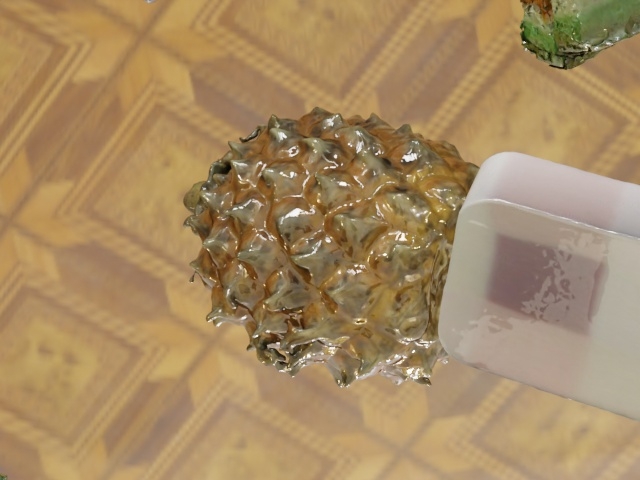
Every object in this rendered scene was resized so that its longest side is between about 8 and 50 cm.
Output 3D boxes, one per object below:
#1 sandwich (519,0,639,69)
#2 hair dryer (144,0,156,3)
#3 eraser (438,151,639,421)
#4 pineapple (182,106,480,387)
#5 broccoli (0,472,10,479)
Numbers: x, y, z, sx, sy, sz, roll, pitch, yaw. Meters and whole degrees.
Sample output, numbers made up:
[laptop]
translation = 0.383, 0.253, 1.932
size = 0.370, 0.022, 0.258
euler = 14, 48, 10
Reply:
[sandwich]
translation = 0.198, -0.219, 1.086
size = 0.235, 0.079, 0.159
euler = -38, 117, -9
[hair dryer]
translation = -0.102, -0.306, 1.191
size = 0.235, 0.091, 0.271
euler = -37, 102, 20
[eraser]
translation = 0.087, 0.018, 0.513
size = 0.105, 0.026, 0.065
euler = 18, 131, 10
[pineapple]
translation = 0.000, 0.000, 1.079
size = 0.193, 0.166, 0.166
euler = 18, 123, 29
[broccoli]
translation = -0.136, 0.175, 0.462
size = 0.270, 0.270, 0.270
euler = -26, 117, 28
